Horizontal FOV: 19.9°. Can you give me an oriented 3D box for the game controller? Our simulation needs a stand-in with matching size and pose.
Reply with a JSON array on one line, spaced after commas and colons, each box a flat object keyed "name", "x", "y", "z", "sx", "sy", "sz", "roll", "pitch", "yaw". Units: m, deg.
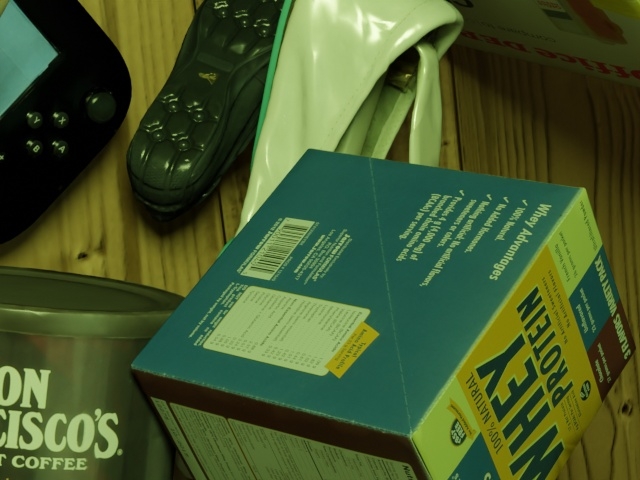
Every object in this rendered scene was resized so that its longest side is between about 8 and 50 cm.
[{"name": "game controller", "x": -0.251, "y": -0.140, "z": 1.113, "sx": 0.166, "sy": 0.067, "sz": 0.319, "roll": -55, "pitch": 127, "yaw": -20}]

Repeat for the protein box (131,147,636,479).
[{"name": "protein box", "x": 0.041, "y": 0.068, "z": 1.073, "sx": 0.200, "sy": 0.201, "sz": 0.136, "roll": -52, "pitch": 135, "yaw": -32}]

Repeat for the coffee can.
[{"name": "coffee can", "x": -0.191, "y": 0.163, "z": 1.128, "sx": 0.202, "sy": 0.201, "sz": 0.275, "roll": 2, "pitch": 96, "yaw": -42}]

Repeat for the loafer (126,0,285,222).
[{"name": "loafer", "x": -0.069, "y": -0.110, "z": 1.286, "sx": 0.223, "sy": 0.076, "sz": 0.078, "roll": -60, "pitch": 169, "yaw": -28}]

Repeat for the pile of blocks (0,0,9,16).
[{"name": "pile of blocks", "x": -0.337, "y": -0.161, "z": 0.937, "sx": 0.362, "sy": 0.149, "sz": 0.112, "roll": 27, "pitch": 96, "yaw": -26}]

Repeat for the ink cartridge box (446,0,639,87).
[{"name": "ink cartridge box", "x": 0.118, "y": -0.260, "z": 1.224, "sx": 0.385, "sy": 0.279, "sz": 0.160, "roll": 36, "pitch": 76, "yaw": -54}]

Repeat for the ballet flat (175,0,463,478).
[{"name": "ballet flat", "x": 0.000, "y": 0.000, "z": 1.260, "sx": 0.139, "sy": 0.139, "sz": 0.400, "roll": 6, "pitch": 106, "yaw": -42}]
